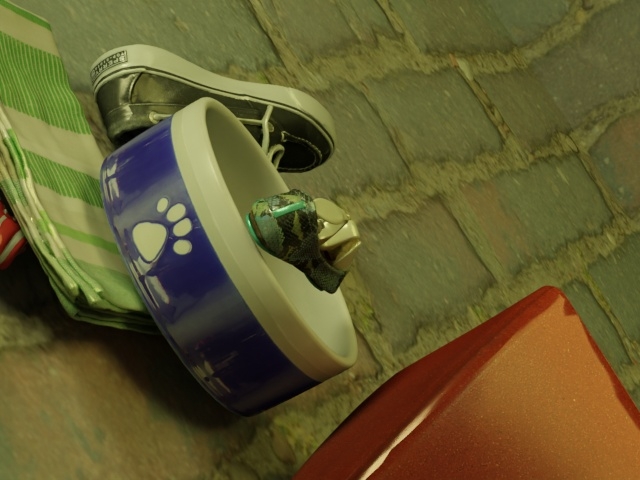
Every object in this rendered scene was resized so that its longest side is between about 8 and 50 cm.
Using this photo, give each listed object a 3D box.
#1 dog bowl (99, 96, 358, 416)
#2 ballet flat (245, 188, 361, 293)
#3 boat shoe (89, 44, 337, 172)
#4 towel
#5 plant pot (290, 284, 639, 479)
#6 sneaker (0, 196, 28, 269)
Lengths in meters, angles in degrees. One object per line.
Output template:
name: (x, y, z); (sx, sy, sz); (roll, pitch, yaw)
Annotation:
dog bowl: (-0.077, 0.015, 1.406); (0.265, 0.104, 0.265); (58, 11, -17)
ballet flat: (0.000, 0.000, 1.340); (0.070, 0.070, 0.188); (62, 10, 16)
boat shoe: (-0.091, -0.101, 1.604); (0.306, 0.113, 0.105); (21, 47, -50)
towel: (-0.218, -0.072, 1.347); (0.325, 0.038, 0.248); (61, 10, 13)
plant pot: (0.104, 0.233, 1.251); (0.235, 0.267, 0.267); (-28, 84, -34)
sneaker: (-0.256, -0.027, 1.264); (0.067, 0.042, 0.118); (36, 34, -34)
